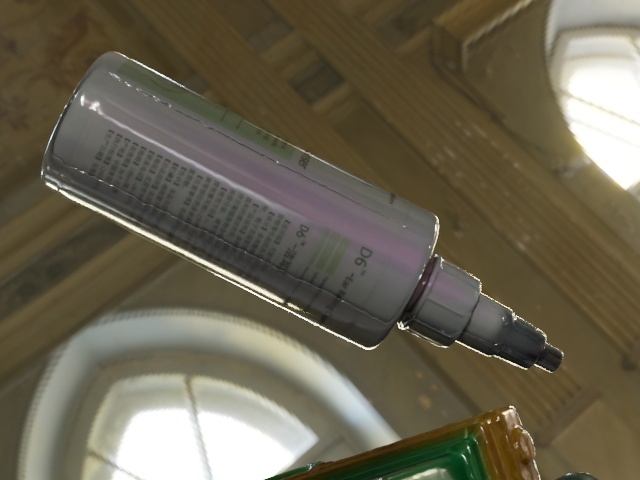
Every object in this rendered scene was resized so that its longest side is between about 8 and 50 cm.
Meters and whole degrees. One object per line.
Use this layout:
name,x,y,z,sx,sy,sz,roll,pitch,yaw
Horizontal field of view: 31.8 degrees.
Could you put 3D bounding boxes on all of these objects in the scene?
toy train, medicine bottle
toy train,0.006,0.136,0.463,0.228,0.091,0.136,-23,-13,28
medicine bottle,0.000,0.000,0.409,0.057,0.199,0.057,-63,3,6
